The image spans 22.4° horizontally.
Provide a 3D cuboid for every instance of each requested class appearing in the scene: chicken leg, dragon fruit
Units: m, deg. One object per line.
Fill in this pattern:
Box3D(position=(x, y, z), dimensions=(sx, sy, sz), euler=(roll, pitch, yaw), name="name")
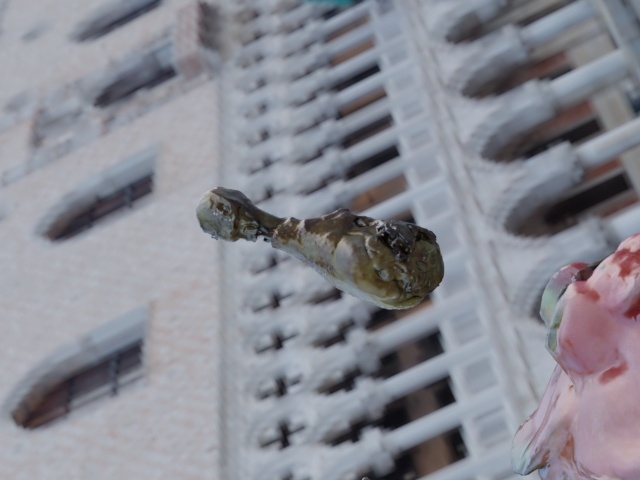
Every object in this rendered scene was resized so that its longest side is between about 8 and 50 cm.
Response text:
Box3D(position=(-0.001, 0.003, 1.585), dimensions=(0.107, 0.251, 0.087), euler=(25, -99, -83), name="chicken leg")
Box3D(position=(0.263, 0.102, 0.989), dimensions=(0.305, 0.305, 0.226), euler=(25, -125, -73), name="dragon fruit")

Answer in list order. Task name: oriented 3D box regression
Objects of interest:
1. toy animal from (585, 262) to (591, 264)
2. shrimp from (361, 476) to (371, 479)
Box3D(position=(0.347, 0.113, 1.643), dimensions=(0.156, 0.156, 0.230), euler=(55, -179, -41), name="toy animal")
Box3D(position=(0.093, 0.313, 1.362), dimensions=(0.317, 0.077, 0.168), euler=(56, 140, 37), name="shrimp")
